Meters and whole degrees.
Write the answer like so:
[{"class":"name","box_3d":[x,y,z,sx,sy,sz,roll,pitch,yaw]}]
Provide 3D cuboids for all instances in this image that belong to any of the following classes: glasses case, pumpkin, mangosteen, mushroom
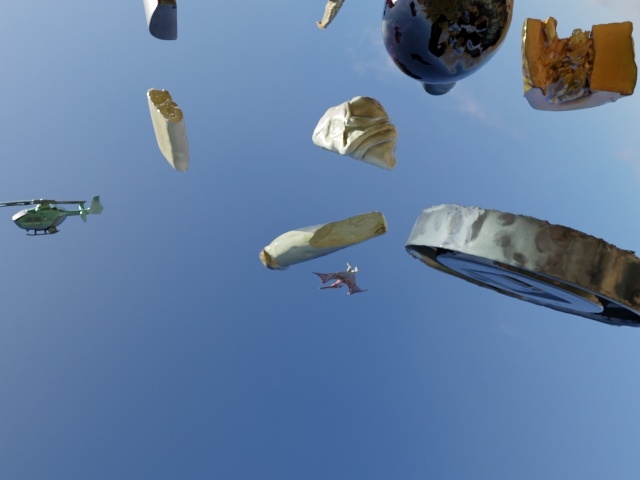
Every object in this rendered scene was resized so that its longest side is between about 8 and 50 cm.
[{"class":"glasses case","box_3d":[-0.240,-0.389,0.613,0.042,0.072,0.191,-7,-108,-28]},{"class":"pumpkin","box_3d":[0.491,-0.334,0.800,0.280,0.189,0.140,-14,-78,-59]},{"class":"mangosteen","box_3d":[0.274,-0.508,0.955,0.300,0.300,0.301,19,-126,-29]},{"class":"mushroom","box_3d":[-0.002,0.000,1.051,0.107,0.332,0.088,4,-110,-64]}]

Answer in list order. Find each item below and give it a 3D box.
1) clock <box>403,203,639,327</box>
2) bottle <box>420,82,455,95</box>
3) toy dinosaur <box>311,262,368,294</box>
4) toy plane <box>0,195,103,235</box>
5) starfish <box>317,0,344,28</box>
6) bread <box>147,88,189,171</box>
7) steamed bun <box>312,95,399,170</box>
[{"class":"clock","box_3d":[0.270,0.035,0.574,0.312,0.312,0.062,23,-95,-27]},{"class":"bottle","box_3d":[0.321,-0.569,1.274,0.143,0.144,0.337,20,-132,-29]},{"class":"toy dinosaur","box_3d":[0.064,0.116,1.261,0.220,0.108,0.032,25,-151,-31]},{"class":"toy plane","box_3d":[-0.710,-0.071,1.131,0.234,0.096,0.060,-7,-153,-31]},{"class":"starfish","box_3d":[0.084,-0.678,1.015,0.084,0.294,0.301,38,-171,-3]},{"class":"bread","box_3d":[-0.388,-0.283,1.100,0.060,0.178,0.140,-28,-114,-26]},{"class":"steamed bun","box_3d":[0.141,-0.362,1.382,0.267,0.207,0.280,8,-162,-37]}]
